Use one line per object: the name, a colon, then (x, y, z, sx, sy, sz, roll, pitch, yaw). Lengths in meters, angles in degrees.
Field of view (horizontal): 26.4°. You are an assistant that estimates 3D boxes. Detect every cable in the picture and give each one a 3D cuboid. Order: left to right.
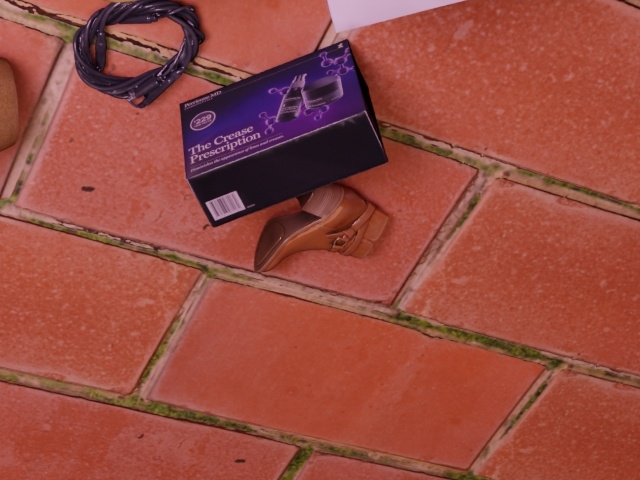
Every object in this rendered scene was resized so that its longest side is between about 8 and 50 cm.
cable: (-0.246, -0.269, 1.856, 0.184, 0.047, 0.150, -39, 121, 25)

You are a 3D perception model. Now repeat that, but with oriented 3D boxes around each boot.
boot: (0.000, 0.000, 2.105, 0.152, 0.073, 0.197, 22, 126, -31)

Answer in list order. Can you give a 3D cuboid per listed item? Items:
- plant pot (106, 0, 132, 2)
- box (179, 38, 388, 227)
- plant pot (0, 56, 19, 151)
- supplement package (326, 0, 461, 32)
plant pot: (-0.189, -0.440, 1.600, 0.254, 0.254, 0.239, -18, 115, 5)
box: (-0.055, -0.151, 1.892, 0.261, 0.184, 0.103, -21, 128, 7)
plant pot: (-0.535, -0.172, 1.787, 0.254, 0.237, 0.237, -7, 132, -24)
supplement package: (0.075, -0.419, 1.634, 0.198, 0.263, 0.199, -14, 130, 2)
